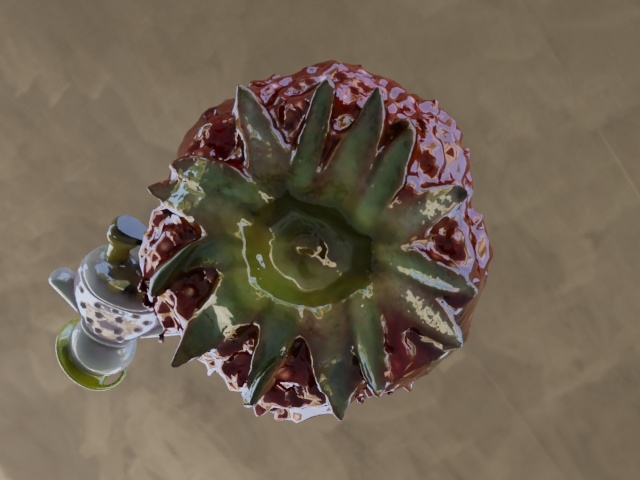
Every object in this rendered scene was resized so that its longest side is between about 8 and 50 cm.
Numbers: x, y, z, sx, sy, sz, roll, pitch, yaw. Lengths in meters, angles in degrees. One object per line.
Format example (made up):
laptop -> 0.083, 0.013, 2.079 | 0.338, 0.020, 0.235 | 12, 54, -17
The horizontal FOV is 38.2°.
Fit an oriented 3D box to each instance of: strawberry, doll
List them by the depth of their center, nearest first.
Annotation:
strawberry -> -0.002, 0.000, 0.783 | 0.292, 0.343, 0.292 | 0, -89, 1
doll -> -0.186, 0.067, 0.835 | 0.129, 0.081, 0.207 | 23, -49, -9
